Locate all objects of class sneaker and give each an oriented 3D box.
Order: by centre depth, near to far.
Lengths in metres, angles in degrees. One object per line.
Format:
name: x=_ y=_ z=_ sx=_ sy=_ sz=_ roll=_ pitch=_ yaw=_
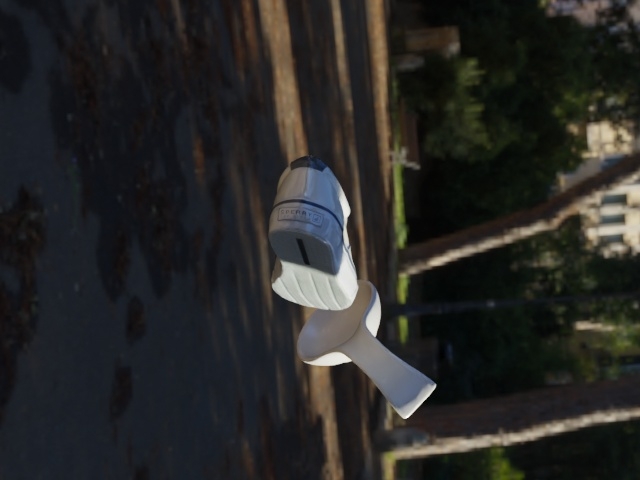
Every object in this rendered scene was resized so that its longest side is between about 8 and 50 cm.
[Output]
sneaker: x=0.000 y=0.000 z=1.076 sx=0.258 sy=0.094 sz=0.091 roll=90 pitch=13 yaw=-68

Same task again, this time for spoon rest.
spoon rest: x=0.046 y=0.125 z=1.322 sx=0.084 sy=0.137 sz=0.276 roll=45 pitch=-4 yaw=-27
